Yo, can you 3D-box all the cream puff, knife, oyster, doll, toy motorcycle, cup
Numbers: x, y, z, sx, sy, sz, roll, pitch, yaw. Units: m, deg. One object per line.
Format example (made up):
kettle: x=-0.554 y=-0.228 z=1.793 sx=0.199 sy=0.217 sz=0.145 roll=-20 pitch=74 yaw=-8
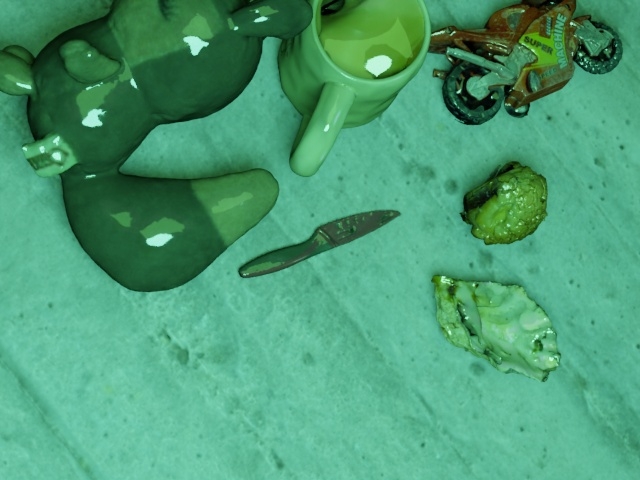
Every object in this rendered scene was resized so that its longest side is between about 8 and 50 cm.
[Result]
cream puff: x=0.258 y=-0.050 z=1.447 sx=0.119 sy=0.133 sz=0.104 roll=-30 pitch=91 yaw=-28
knife: x=0.000 y=0.000 z=1.435 sx=0.247 sy=0.018 sz=0.035 roll=-22 pitch=82 yaw=-20
oyster: x=0.240 y=0.125 z=1.447 sx=0.209 sy=0.072 sz=0.133 roll=13 pitch=69 yaw=-32
doll: x=-0.179 y=-0.166 z=1.340 sx=0.382 sy=0.252 sz=0.378 roll=-24 pitch=116 yaw=-5
toy motorcycle: x=0.289 y=-0.273 z=1.521 sx=0.298 sy=0.089 sz=0.171 roll=-22 pitch=84 yaw=-16
cup: x=0.041 y=-0.209 z=1.387 sx=0.173 sy=0.202 sz=0.255 roll=0 pitch=79 yaw=-14
